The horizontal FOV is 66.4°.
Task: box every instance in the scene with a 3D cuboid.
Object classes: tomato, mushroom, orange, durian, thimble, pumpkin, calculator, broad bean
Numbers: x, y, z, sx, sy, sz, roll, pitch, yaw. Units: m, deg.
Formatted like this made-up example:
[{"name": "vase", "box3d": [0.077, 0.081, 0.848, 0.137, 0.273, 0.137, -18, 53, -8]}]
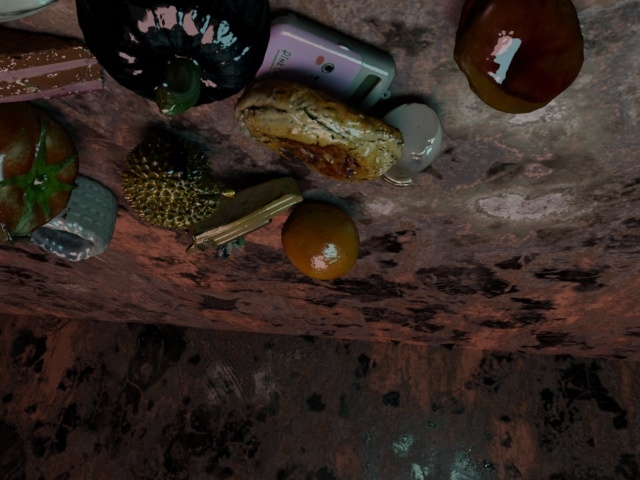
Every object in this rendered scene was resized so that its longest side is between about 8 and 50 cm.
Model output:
[{"name": "tomato", "box3d": [-0.669, -0.151, 1.009, 0.238, 0.304, 0.303, 19, 158, 11]}, {"name": "mushroom", "box3d": [0.170, -0.174, 0.938, 0.116, 0.093, 0.225, 20, 168, 12]}, {"name": "orange", "box3d": [0.000, 0.000, 1.235, 0.205, 0.206, 0.206, 6, 156, 2]}, {"name": "durian", "box3d": [-0.298, -0.133, 1.019, 0.237, 0.194, 0.138, 3, 148, -9]}, {"name": "thimble", "box3d": [-0.658, -0.057, 1.301, 0.204, 0.172, 0.250, -1, 153, 12]}, {"name": "pumpkin", "box3d": [-0.186, -0.259, 0.638, 0.247, 0.248, 0.248, 6, 156, 2]}, {"name": "calculator", "box3d": [0.007, -0.277, 0.792, 0.245, 0.045, 0.141, 15, 155, -20]}, {"name": "broad bean", "box3d": [0.269, -0.262, 0.666, 0.156, 0.122, 0.228, -37, 144, 22]}]

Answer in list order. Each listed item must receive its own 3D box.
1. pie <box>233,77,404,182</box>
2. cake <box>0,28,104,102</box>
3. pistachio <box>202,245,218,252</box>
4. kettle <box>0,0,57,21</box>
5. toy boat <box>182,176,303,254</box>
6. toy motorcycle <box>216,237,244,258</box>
[{"name": "pie", "box3d": [-0.017, -0.185, 0.860, 0.307, 0.086, 0.308, 18, 174, 2]}, {"name": "cake", "box3d": [-0.529, -0.306, 0.843, 0.294, 0.113, 0.116, -4, 159, -9]}, {"name": "pistachio", "box3d": [-0.308, -0.029, 1.350, 0.112, 0.113, 0.149, 8, 158, -4]}, {"name": "kettle", "box3d": [-0.386, -0.396, 0.439, 0.264, 0.205, 0.318, 9, 159, -12]}, {"name": "toy boat", "box3d": [-0.188, -0.057, 1.158, 0.310, 0.090, 0.115, -25, 154, 0]}, {"name": "toy motorcycle", "box3d": [-0.232, -0.042, 1.280, 0.074, 0.106, 0.190, 24, 125, 17]}]
